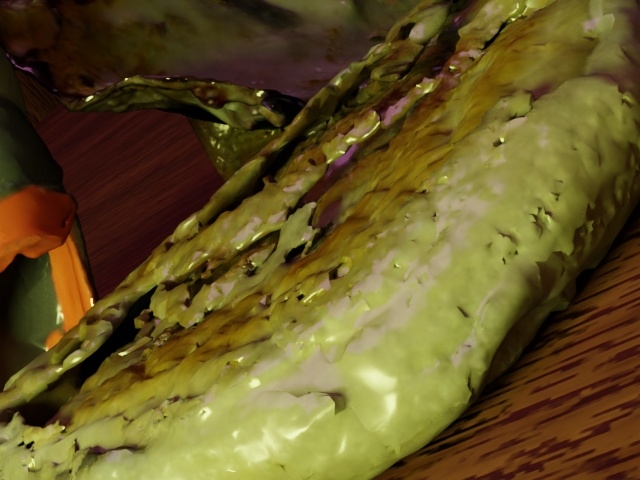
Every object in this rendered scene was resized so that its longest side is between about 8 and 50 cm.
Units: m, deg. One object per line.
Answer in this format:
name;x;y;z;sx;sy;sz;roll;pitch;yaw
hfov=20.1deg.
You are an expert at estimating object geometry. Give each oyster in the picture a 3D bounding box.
oyster;-0.009;-0.138;0.974;0.361;0.221;0.096;-35;-32;-41

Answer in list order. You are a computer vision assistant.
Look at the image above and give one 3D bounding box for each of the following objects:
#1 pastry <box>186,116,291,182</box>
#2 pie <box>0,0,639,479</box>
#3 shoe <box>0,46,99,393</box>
pastry;-0.044;-0.068;1.027;0.057;0.097;0.109;-36;0;-1
pie;0.000;0.001;0.689;0.339;0.077;0.339;-38;12;9
shoe;-0.165;0.050;0.922;0.132;0.171;0.336;-27;-25;-22
